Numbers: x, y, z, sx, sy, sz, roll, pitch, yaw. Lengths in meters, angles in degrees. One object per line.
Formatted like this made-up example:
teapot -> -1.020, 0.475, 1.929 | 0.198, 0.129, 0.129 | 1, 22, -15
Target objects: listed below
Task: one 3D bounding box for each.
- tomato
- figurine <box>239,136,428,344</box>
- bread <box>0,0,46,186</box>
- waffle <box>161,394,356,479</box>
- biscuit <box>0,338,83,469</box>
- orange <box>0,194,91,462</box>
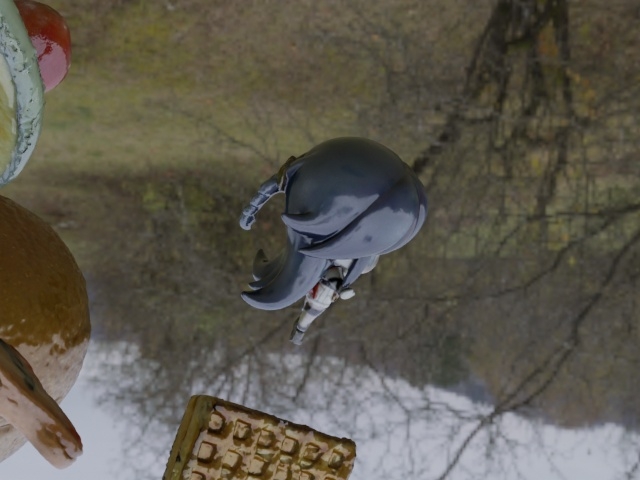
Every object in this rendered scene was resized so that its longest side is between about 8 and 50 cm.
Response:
tomato -> -0.440, -0.270, 1.467 | 0.155, 0.155, 0.069 | 5, -152, -16
figurine -> 0.007, -0.006, 1.235 | 0.197, 0.265, 0.175 | 42, -168, -34
bread -> -0.275, -0.137, 0.613 | 0.267, 0.040, 0.267 | 21, 141, 19
waffle -> -0.048, 0.182, 0.759 | 0.148, 0.102, 0.042 | 24, 168, -31
biscuit -> -0.249, 0.062, 0.685 | 0.165, 0.036, 0.250 | 37, 165, 42
orange -> -0.404, 0.092, 1.044 | 0.322, 0.322, 0.357 | 0, -171, 31
